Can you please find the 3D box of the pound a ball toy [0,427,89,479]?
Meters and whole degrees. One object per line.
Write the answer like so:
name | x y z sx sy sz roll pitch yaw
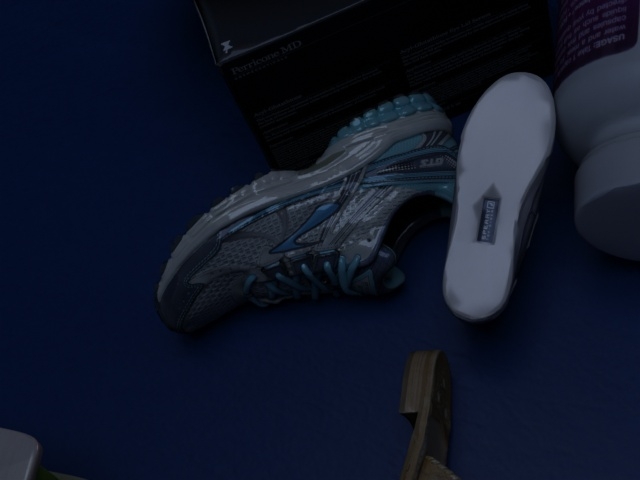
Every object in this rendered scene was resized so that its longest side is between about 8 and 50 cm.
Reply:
pound a ball toy | -0.355 0.187 0.884 0.319 0.208 0.135 6 64 17

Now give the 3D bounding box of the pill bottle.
pill bottle | 0.264 -0.142 0.916 0.169 0.169 0.301 2 63 16

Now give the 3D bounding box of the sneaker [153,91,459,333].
sneaker | 0.000 0.000 0.950 0.283 0.110 0.122 -34 70 0

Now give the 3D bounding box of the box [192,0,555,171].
box | 0.048 -0.174 0.982 0.261 0.184 0.103 -23 60 2

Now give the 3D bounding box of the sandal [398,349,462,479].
sandal | 0.096 0.183 0.834 0.079 0.088 0.240 -6 56 19

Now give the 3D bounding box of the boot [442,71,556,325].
boot | 0.132 -0.028 0.910 0.069 0.086 0.190 16 85 11
